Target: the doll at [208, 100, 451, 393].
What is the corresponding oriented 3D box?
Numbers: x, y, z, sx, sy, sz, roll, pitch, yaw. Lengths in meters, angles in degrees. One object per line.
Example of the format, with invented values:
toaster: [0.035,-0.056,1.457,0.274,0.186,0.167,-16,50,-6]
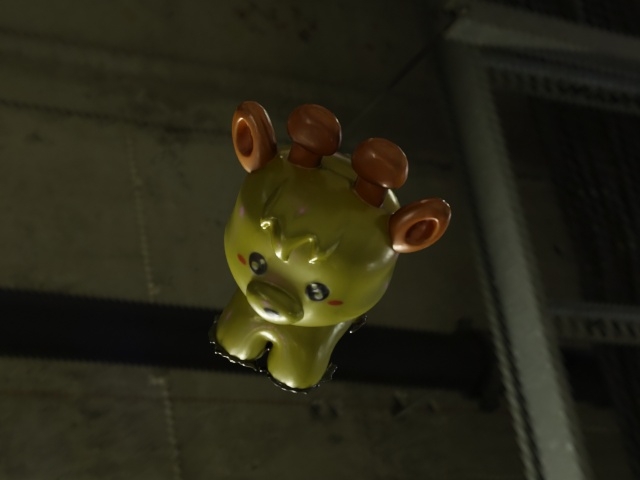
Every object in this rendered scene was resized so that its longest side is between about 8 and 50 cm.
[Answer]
doll: [0.000,0.000,0.976,0.143,0.221,0.135,29,-127,10]
